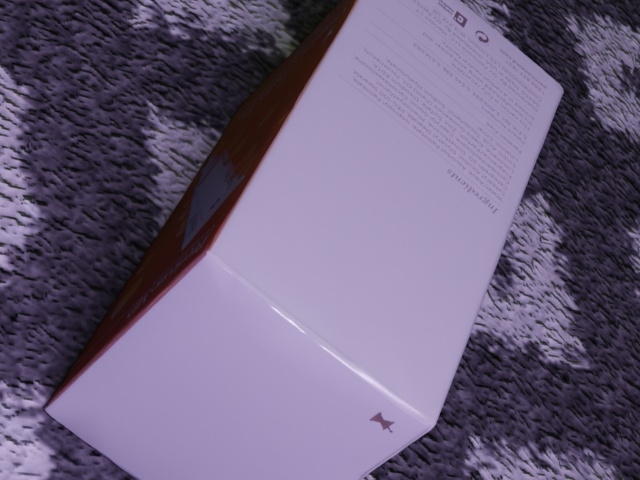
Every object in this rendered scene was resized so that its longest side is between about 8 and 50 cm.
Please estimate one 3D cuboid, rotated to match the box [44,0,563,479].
[{"bbox_3d":[0.000,0.000,1.035,0.168,0.215,0.345,38,44,-11],"label":"box"}]
